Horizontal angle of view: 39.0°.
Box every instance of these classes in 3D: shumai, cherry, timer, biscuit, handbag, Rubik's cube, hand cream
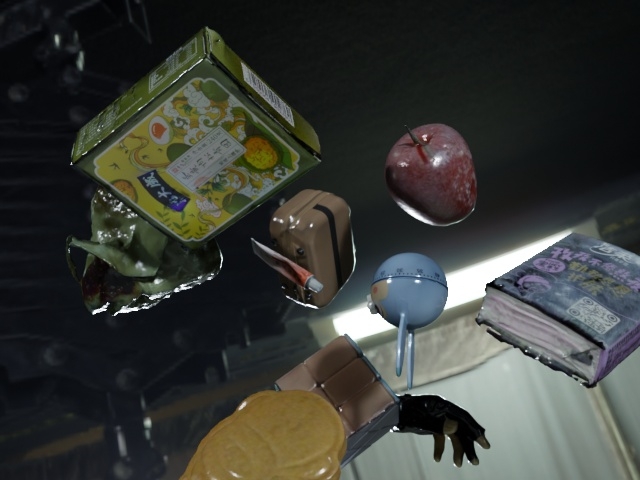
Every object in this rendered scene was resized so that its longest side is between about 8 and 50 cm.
[{"bbox_3d":[-0.481,0.036,2.315,0.348,0.395,0.395,-50,-16,-25],"label":"shumai"},{"bbox_3d":[0.261,-0.167,2.163,0.213,0.236,0.285,7,-40,51],"label":"cherry"},{"bbox_3d":[0.159,0.146,1.824,0.175,0.255,0.175,26,-11,6],"label":"timer"},{"bbox_3d":[-0.108,0.427,1.774,0.351,0.312,0.057,-37,-54,-27],"label":"biscuit"},{"bbox_3d":[0.000,0.000,2.432,0.149,0.283,0.302,15,-47,29],"label":"handbag"},{"bbox_3d":[0.045,0.403,2.215,0.221,0.225,0.231,-34,-24,-13],"label":"Rubik's cube"},{"bbox_3d":[-0.082,0.061,2.148,0.038,0.216,0.052,-25,-42,-50],"label":"hand cream"}]

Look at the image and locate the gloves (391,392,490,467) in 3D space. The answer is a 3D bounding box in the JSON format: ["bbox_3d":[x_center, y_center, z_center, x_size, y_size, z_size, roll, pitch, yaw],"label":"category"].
[{"bbox_3d":[0.307,0.492,2.396,0.152,0.301,0.197,-55,-26,-10],"label":"gloves"}]

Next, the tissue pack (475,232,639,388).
[{"bbox_3d":[0.498,0.113,1.708,0.361,0.259,0.122,-23,-48,-46],"label":"tissue pack"}]

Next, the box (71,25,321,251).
[{"bbox_3d":[-0.269,-0.208,1.996,0.420,0.138,0.373,-33,-50,22],"label":"box"}]
